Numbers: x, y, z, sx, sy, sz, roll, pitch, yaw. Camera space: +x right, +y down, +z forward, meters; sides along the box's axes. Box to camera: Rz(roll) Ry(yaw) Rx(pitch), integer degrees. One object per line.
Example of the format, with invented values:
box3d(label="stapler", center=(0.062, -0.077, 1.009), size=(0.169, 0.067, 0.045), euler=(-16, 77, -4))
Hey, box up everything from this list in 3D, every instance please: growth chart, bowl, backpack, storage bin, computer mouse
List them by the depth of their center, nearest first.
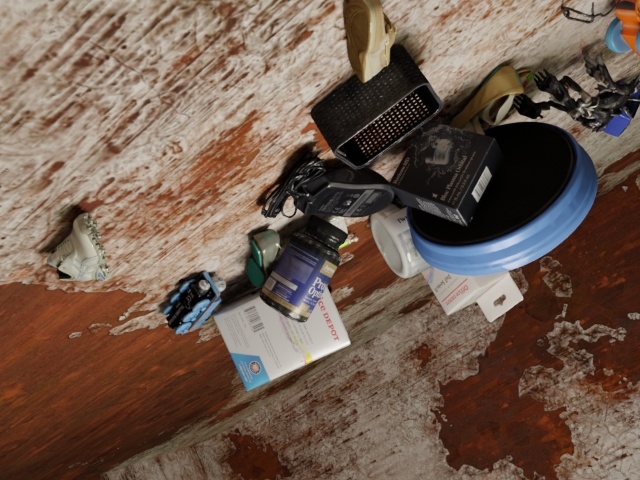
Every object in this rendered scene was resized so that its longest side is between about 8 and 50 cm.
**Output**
box3d(label="storage bin", center=(0.091, -0.209, 0.914), size=(0.180, 0.084, 0.122), euler=(-34, 160, 17))
box3d(label="computer mouse", center=(0.028, -0.109, 1.113), size=(0.272, 0.072, 0.188), euler=(4, 146, -37))
box3d(label="bowl", center=(0.356, -0.101, 1.183), size=(0.391, 0.391, 0.077), euler=(-33, 123, 10))
box3d(label="growth chart", center=(0.000, 0.000, 1.402), size=(0.172, 0.021, 0.237), euler=(-29, 160, 3))
box3d(label="backpack", center=(0.777, -0.355, 1.488), size=(0.120, 0.101, 0.098), euler=(-58, 172, -17))

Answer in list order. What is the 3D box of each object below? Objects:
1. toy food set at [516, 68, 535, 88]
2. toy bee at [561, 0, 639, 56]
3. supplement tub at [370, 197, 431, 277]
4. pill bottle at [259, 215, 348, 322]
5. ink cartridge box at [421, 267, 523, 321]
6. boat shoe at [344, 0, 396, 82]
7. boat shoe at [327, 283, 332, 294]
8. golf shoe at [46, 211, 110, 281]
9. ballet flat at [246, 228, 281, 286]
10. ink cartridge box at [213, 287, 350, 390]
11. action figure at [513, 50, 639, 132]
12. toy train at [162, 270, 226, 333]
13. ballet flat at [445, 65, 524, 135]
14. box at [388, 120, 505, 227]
box3d(label="toy food set", center=(0.395, -0.317, 1.161), size=(0.083, 0.020, 0.082), euler=(-25, 160, -11))
box3d(label="toy bee", center=(0.596, -0.409, 1.012), size=(0.298, 0.195, 0.162), euler=(11, 113, -46))
box3d(label="supplement tub", center=(0.302, -0.052, 1.432), size=(0.316, 0.193, 0.193), euler=(-26, 160, -10))
box3d(label="pill bottle", center=(-0.032, 0.059, 1.251), size=(0.219, 0.123, 0.123), euler=(-60, 158, -1))
box3d(label="ink cartridge box", center=(0.387, 0.069, 1.606), size=(0.119, 0.353, 0.207), euler=(-21, 159, -24))
box3d(label="boat shoe", center=(0.070, -0.276, 0.760), size=(0.059, 0.063, 0.170), euler=(-31, 170, -4))
box3d(label="boat shoe", center=(-0.038, 0.153, 1.649), size=(0.069, 0.081, 0.228), euler=(-39, 165, 19))
box3d(label="golf shoe", center=(-0.374, 0.022, 0.871), size=(0.086, 0.069, 0.176), euler=(-14, 155, -23))
box3d(label="ballet flat", center=(-0.120, 0.042, 1.264), size=(0.068, 0.072, 0.213), euler=(-28, 161, -21))
box3d(label="ink cartridge box", center=(-0.093, 0.205, 1.410), size=(0.270, 0.198, 0.197), euler=(-24, -177, -4))
box3d(label="action figure", center=(0.563, -0.319, 1.223), size=(0.276, 0.141, 0.164), euler=(-2, 149, -22))
box3d(label="toy train", center=(-0.280, 0.139, 1.281), size=(0.105, 0.080, 0.184), euler=(-20, 158, -50))
box3d(label="ballet flat", center=(0.318, -0.247, 1.149), size=(0.080, 0.073, 0.232), euler=(-15, 156, -34))
box3d(label="box", center=(0.244, -0.131, 1.104), size=(0.156, 0.158, 0.093), euler=(-61, 144, -6))
